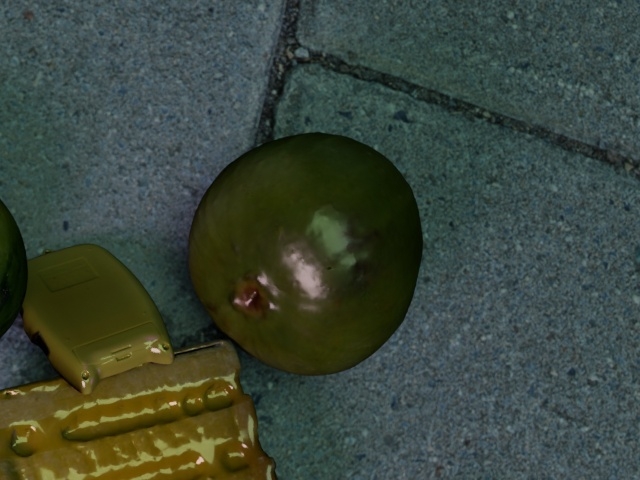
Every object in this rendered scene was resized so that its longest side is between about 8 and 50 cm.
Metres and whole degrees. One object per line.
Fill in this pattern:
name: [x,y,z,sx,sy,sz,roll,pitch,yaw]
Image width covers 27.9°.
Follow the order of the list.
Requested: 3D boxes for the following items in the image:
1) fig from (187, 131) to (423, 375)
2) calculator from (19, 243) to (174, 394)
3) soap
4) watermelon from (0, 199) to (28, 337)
fig: [0.000,0.000,1.610,0.316,0.316,0.316,4,78,-20]
calculator: [-0.281,0.080,1.546,0.157,0.033,0.236,-20,48,-28]
soap: [-0.226,0.295,1.508,0.335,0.156,0.293,-14,69,-23]
watermelon: [-0.452,0.028,1.450,0.242,0.242,0.242,4,78,-20]
